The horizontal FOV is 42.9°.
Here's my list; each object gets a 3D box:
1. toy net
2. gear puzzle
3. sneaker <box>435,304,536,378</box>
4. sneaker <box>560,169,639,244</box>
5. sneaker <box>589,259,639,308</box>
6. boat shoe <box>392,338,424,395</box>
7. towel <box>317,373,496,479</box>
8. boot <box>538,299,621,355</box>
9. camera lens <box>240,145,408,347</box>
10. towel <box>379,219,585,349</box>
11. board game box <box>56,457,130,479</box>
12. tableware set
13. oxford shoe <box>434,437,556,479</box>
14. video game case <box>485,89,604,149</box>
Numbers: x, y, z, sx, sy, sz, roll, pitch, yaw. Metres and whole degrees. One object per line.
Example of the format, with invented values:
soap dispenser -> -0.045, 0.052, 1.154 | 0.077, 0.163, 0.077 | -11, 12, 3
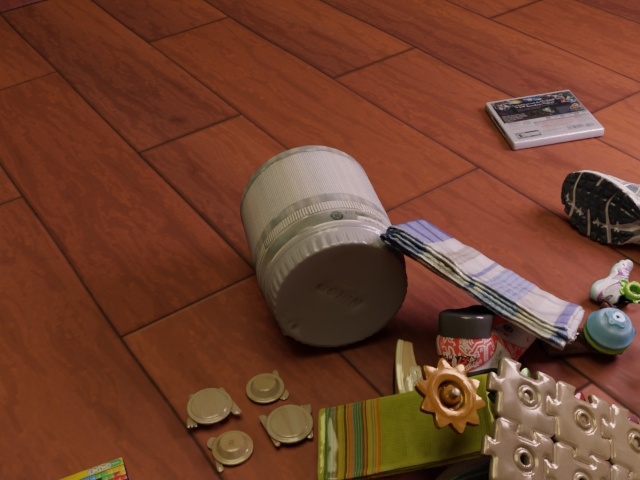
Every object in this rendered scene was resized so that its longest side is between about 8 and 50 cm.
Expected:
toy net -> 0.487, 0.154, 1.124 | 0.232, 0.045, 0.122 | 39, 54, 25
gear puzzle -> 0.250, 0.236, 0.936 | 0.339, 0.044, 0.175 | 24, 53, -13
sneaker -> 0.232, 0.166, 1.124 | 0.090, 0.145, 0.270 | 5, 1, 33
sneaker -> 0.542, -0.042, 1.366 | 0.283, 0.110, 0.122 | 30, 32, 33
sneaker -> 0.471, 0.074, 1.258 | 0.098, 0.038, 0.069 | -37, 49, -22
boat shoe -> 0.130, 0.209, 1.107 | 0.059, 0.063, 0.170 | -1, 47, 1
towel -> 0.102, 0.235, 1.006 | 0.237, 0.021, 0.102 | -18, 56, 23
boot -> 0.378, 0.129, 1.201 | 0.114, 0.037, 0.106 | -3, 36, 10
camera lens -> 0.000, 0.000, 1.253 | 0.219, 0.219, 0.274 | -11, 38, -8
towel -> 0.234, 0.049, 1.136 | 0.285, 0.034, 0.209 | 32, 16, 18
board game box -> -0.303, 0.354, 0.977 | 0.170, 0.048, 0.141 | -18, 39, -15
tableware set -> -0.098, 0.242, 1.119 | 0.169, 0.020, 0.141 | -17, 41, -16
oxford shoe -> 0.188, 0.288, 0.998 | 0.227, 0.083, 0.096 | -28, 18, -22
video game case -> 0.460, -0.251, 1.685 | 0.190, 0.022, 0.173 | -10, 39, -5
